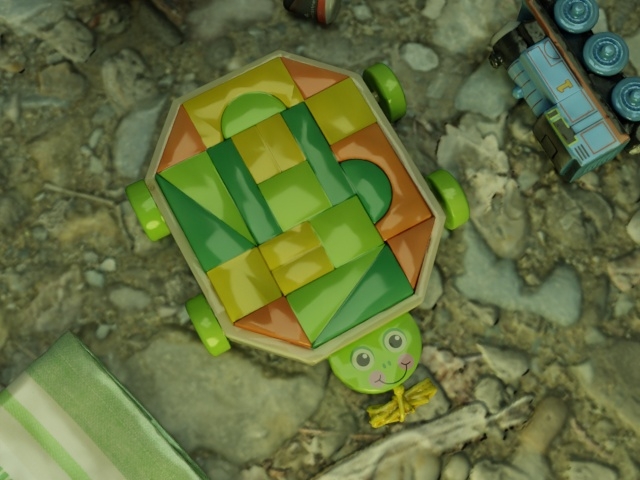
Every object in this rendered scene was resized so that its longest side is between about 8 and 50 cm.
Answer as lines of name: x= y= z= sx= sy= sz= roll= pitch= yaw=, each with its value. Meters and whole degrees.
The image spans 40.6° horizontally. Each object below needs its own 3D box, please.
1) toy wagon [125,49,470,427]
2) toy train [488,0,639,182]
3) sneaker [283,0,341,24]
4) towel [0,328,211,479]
toy wagon: x=0.000 y=0.000 z=0.769 sx=0.267 sy=0.068 sz=0.344 roll=-28 pitch=79 yaw=-8
toy train: x=0.234 y=-0.150 z=0.813 sx=0.105 sy=0.080 sz=0.184 roll=-29 pitch=79 yaw=-3
sneaker: x=-0.003 y=-0.292 z=0.847 sx=0.064 sy=0.061 sz=0.158 roll=10 pitch=75 yaw=6
towel: x=-0.247 y=0.272 z=0.707 sx=0.248 sy=0.038 sz=0.325 roll=44 pitch=78 yaw=9
